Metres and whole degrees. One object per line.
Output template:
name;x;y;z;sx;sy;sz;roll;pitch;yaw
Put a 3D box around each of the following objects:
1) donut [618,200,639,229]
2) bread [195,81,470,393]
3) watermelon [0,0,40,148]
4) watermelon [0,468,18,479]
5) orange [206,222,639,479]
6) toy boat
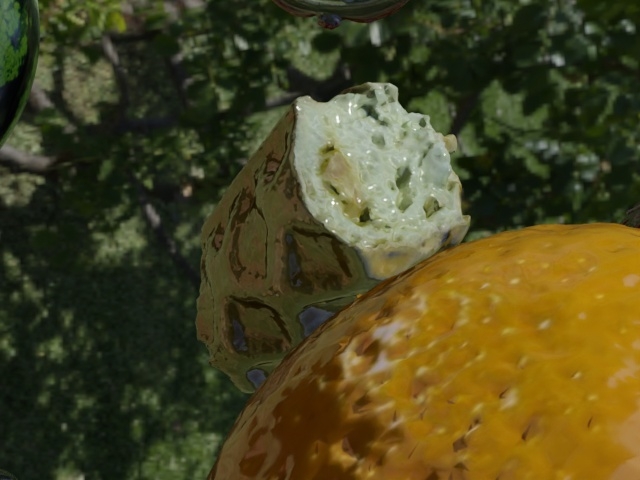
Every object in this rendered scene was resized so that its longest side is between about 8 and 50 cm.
donut;0.387;-0.027;1.140;0.089;0.235;0.235;47;33;4
bread;0.005;-0.002;1.061;0.196;0.252;0.238;16;55;-20
watermelon;-0.285;-0.131;0.614;0.269;0.269;0.269;12;76;-60
watermelon;-0.340;0.276;1.125;0.078;0.078;0.110;-17;136;-60
orange;0.118;0.150;0.457;0.293;0.341;0.340;-47;134;-14
toy boat;0.009;-0.209;0.850;0.071;0.185;0.089;45;55;-79
